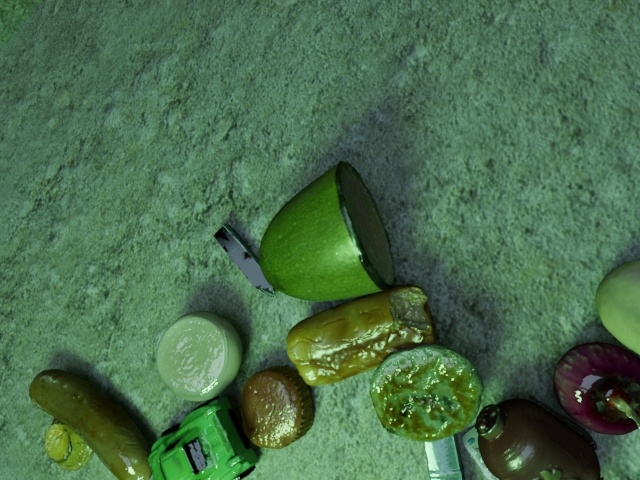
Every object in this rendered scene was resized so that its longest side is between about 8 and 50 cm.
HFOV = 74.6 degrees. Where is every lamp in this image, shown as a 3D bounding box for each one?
[{"bbox_3d":[0.425,0.413,0.829,0.258,0.180,0.180,37,96,1],"label":"lamp"}]

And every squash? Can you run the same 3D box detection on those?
[{"bbox_3d":[-0.022,0.009,0.988,0.308,0.310,0.311,-20,77,19],"label":"squash"}]

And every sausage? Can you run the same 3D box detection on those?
[{"bbox_3d":[-0.664,0.527,1.236,0.500,0.123,0.136,27,54,19],"label":"sausage"}]

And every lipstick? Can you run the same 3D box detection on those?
[{"bbox_3d":[0.274,0.483,0.938,0.077,0.076,0.290,-11,80,17],"label":"lipstick"}]

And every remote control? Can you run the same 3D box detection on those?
[{"bbox_3d":[0.402,0.513,0.909,0.073,0.044,0.229,-35,65,-4],"label":"remote control"}]

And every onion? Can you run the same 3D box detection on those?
[{"bbox_3d":[0.556,0.289,0.827,0.177,0.153,0.178,-9,69,26],"label":"onion"}]

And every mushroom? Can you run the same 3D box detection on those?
[{"bbox_3d":[0.658,0.142,0.792,0.245,0.246,0.203,1,125,20],"label":"mushroom"}]

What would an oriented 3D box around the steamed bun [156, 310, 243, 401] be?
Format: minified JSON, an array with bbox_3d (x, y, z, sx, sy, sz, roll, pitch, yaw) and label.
[{"bbox_3d":[-0.313,0.308,1.132,0.231,0.145,0.232,-3,76,11],"label":"steamed bun"}]

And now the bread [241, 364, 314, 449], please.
[{"bbox_3d":[-0.115,0.424,1.069,0.198,0.104,0.200,-3,81,19],"label":"bread"}]

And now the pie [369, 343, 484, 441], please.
[{"bbox_3d":[0.216,0.319,0.869,0.240,0.054,0.241,2,109,5],"label":"pie"}]

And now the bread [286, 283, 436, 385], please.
[{"bbox_3d":[0.093,0.207,0.979,0.343,0.195,0.149,-24,96,15],"label":"bread"}]

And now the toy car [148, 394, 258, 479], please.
[{"bbox_3d":[-0.310,0.548,1.077,0.358,0.176,0.214,-37,72,17],"label":"toy car"}]

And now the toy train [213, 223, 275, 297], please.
[{"bbox_3d":[-0.202,0.063,1.179,0.055,0.048,0.252,-42,78,5],"label":"toy train"}]

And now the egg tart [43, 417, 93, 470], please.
[{"bbox_3d":[-0.788,0.617,1.302,0.191,0.074,0.192,-3,81,21],"label":"egg tart"}]
